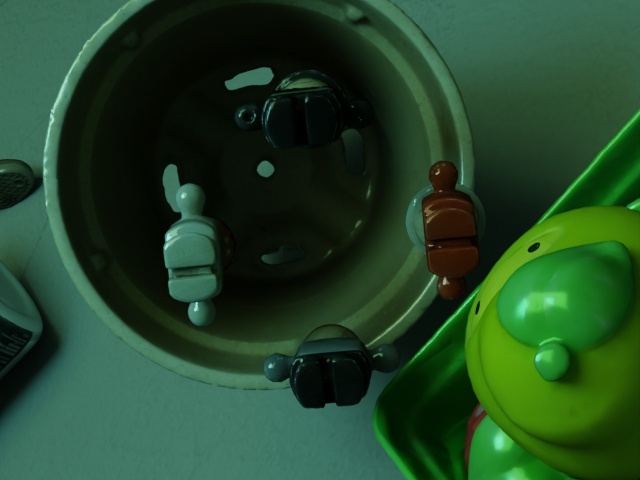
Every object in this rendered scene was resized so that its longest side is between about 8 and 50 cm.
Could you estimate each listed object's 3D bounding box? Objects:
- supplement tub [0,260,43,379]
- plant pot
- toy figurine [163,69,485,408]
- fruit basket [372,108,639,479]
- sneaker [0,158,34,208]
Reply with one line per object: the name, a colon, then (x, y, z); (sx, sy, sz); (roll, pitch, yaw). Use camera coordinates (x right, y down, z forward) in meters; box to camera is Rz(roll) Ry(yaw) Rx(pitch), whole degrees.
supplement tub: (-0.461, 0.138, 1.952); (0.316, 0.193, 0.193); (-44, 42, 6)
plant pot: (-0.047, -0.057, 1.581); (0.334, 0.334, 0.305); (-56, 2, 2)
toy figurine: (0.000, 0.000, 1.366); (0.209, 0.213, 0.148); (-53, 4, 8)
fruit basket: (0.193, 0.066, 1.261); (0.392, 0.392, 0.283); (-48, 42, 10)
sneaker: (-0.401, -0.071, 2.142); (0.188, 0.066, 0.071); (-20, 52, 34)
